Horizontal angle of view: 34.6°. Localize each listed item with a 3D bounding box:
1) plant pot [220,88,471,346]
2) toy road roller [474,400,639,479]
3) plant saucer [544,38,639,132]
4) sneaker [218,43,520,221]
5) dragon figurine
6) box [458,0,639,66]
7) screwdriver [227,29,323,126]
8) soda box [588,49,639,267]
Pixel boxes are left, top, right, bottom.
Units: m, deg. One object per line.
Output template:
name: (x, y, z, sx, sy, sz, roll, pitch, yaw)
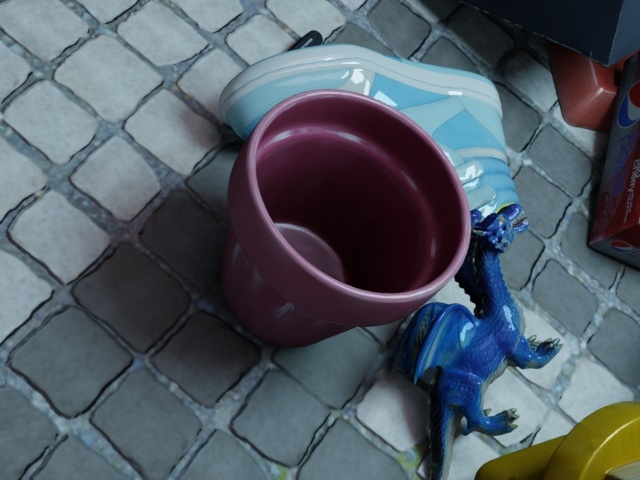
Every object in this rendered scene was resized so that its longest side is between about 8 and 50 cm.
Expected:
plant pot: (0.000, 0.000, 0.894, 0.201, 0.180, 0.201, 13, 57, -20)
toy road roller: (0.257, 0.297, 0.866, 0.203, 0.241, 0.329, -9, 104, -31)
plant saucer: (0.410, -0.246, 1.330, 0.259, 0.048, 0.258, 8, 59, -23)
sneaker: (0.066, -0.072, 1.007, 0.319, 0.127, 0.208, 0, 60, -25)
dragon figurine: (0.118, 0.105, 0.929, 0.144, 0.085, 0.289, 36, 82, -10)
box: (0.314, -0.388, 1.209, 0.312, 0.179, 0.343, 33, 46, 30)
screwdriver: (-0.050, -0.172, 1.074, 0.170, 0.024, 0.025, -46, 116, -36)
soda box: (0.386, -0.104, 1.172, 0.083, 0.092, 0.263, 24, 66, -15)
